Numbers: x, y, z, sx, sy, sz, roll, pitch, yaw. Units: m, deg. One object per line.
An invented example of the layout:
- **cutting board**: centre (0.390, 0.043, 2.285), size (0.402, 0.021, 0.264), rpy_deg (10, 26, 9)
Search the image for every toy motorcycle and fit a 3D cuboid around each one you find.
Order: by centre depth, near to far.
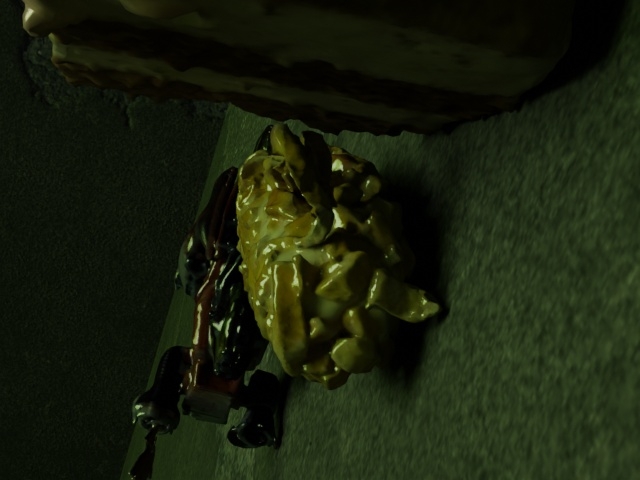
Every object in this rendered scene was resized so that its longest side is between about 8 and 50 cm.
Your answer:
- **toy motorcycle**: centre (-0.087, 0.083, 0.891), size (0.207, 0.134, 0.401), rpy_deg (117, 165, -48)

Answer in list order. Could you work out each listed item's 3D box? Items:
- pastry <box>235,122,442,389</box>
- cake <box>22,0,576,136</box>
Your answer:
- **pastry**: centre (0.000, 0.000, 0.627), size (0.250, 0.102, 0.154), rpy_deg (-133, 49, -74)
- **cake**: centre (-0.001, -0.197, 0.501), size (0.290, 0.282, 0.256), rpy_deg (-164, 82, -74)
